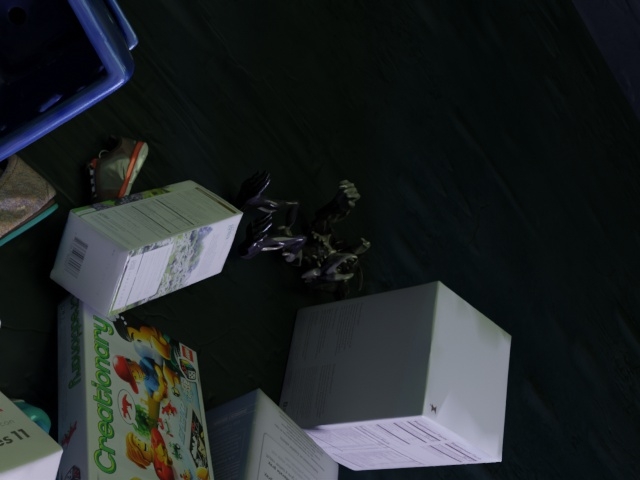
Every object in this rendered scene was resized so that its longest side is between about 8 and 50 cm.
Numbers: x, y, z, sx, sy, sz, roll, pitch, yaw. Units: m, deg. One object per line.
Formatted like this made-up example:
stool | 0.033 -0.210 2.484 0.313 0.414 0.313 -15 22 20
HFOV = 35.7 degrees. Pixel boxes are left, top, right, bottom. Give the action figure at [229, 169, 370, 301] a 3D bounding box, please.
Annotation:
action figure | 0.000 0.000 1.477 0.276 0.141 0.164 23 50 -43

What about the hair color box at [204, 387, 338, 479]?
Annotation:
hair color box | -0.082 0.386 1.192 0.185 0.113 0.374 49 28 -29

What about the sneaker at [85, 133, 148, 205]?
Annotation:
sneaker | -0.272 -0.069 1.245 0.065 0.061 0.158 27 54 -12

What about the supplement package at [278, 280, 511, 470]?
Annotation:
supplement package | 0.108 0.206 1.441 0.198 0.263 0.199 36 53 -39

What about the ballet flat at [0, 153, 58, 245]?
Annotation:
ballet flat | -0.398 -0.003 1.025 0.106 0.107 0.316 58 31 -15

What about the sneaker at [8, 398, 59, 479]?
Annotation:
sneaker | -0.314 0.301 1.017 0.107 0.110 0.275 2 78 -51

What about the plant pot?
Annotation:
plant pot | -0.338 -0.233 1.044 0.236 0.236 0.212 59 10 -19

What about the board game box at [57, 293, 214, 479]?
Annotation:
board game box | -0.207 0.210 1.118 0.193 0.053 0.305 38 23 -38

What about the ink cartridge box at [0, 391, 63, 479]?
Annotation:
ink cartridge box | -0.349 0.253 0.831 0.207 0.119 0.353 -11 125 -52

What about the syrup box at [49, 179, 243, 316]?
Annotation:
syrup box | -0.205 0.004 1.210 0.237 0.096 0.093 -24 142 -60
